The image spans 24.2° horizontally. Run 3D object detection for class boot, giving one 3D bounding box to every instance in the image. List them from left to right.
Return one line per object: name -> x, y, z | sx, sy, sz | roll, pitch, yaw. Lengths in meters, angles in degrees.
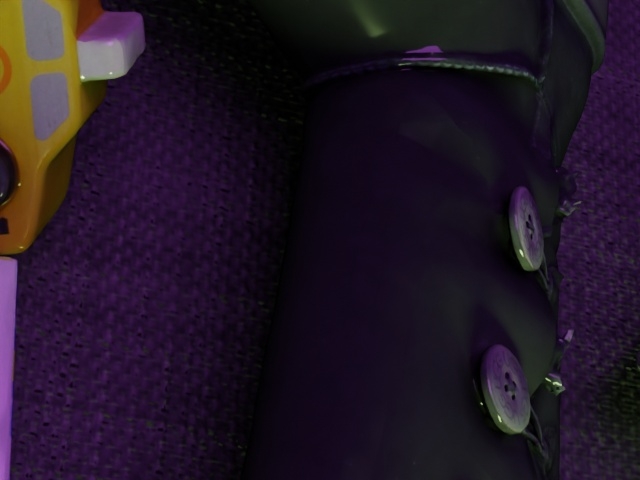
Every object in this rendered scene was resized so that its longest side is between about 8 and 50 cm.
boot -> 0.002, 0.001, 0.658 | 0.367, 0.146, 0.445 | 33, 58, -39

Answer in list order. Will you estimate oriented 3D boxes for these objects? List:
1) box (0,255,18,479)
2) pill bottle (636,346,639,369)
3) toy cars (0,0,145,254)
box -> -0.157, 0.087, 0.638 | 0.042, 0.109, 0.178 | 5, 67, -16
pill bottle -> 0.347, 0.141, 0.759 | 0.363, 0.210, 0.210 | 48, 60, 2
toy cars -> -0.128, -0.183, 0.718 | 0.087, 0.176, 0.393 | -2, 68, 3
